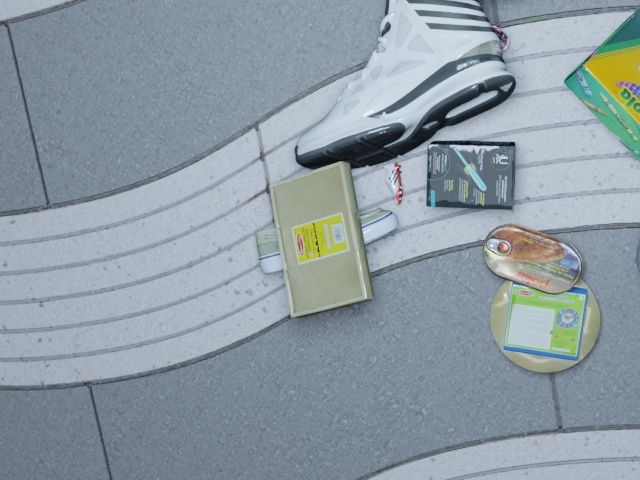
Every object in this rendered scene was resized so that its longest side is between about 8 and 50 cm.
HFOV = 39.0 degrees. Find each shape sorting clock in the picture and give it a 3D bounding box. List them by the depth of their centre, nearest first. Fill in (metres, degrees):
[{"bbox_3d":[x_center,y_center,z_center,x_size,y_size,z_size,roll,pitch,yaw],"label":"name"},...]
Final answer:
[{"bbox_3d":[0.433,0.151,1.744,0.206,0.040,0.206,1,96,12],"label":"shape sorting clock"}]

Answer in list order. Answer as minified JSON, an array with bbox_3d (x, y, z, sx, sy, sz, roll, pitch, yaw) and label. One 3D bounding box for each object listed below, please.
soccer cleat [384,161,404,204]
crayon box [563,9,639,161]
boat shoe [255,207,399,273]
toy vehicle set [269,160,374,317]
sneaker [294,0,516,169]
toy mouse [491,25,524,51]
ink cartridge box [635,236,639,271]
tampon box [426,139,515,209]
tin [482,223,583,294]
[{"bbox_3d":[0.143,-0.111,1.772,0.035,0.029,0.083,-5,96,22],"label":"soccer cleat"},{"bbox_3d":[0.585,-0.242,1.582,0.165,0.081,0.278,-43,89,-16],"label":"crayon box"},{"bbox_3d":[0.004,-0.015,1.781,0.302,0.109,0.094,-18,94,18],"label":"boat shoe"},{"bbox_3d":[0.000,0.000,1.715,0.165,0.035,0.267,-15,78,27],"label":"toy vehicle set"},{"bbox_3d":[0.128,-0.308,1.695,0.447,0.169,0.258,-22,73,27],"label":"sneaker"},{"bbox_3d":[0.292,-0.362,1.689,0.161,0.031,0.143,-24,94,15],"label":"toy mouse"},{"bbox_3d":[0.693,0.039,1.489,0.279,0.384,0.161,12,105,10],"label":"ink cartridge box"},{"bbox_3d":[0.284,-0.125,1.697,0.160,0.101,0.121,3,101,12],"label":"tampon box"},{"bbox_3d":[0.401,0.037,1.715,0.189,0.040,0.106,21,78,12],"label":"tin"}]
